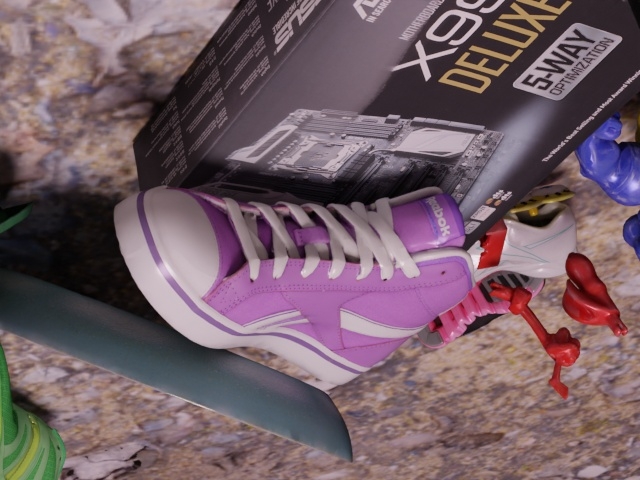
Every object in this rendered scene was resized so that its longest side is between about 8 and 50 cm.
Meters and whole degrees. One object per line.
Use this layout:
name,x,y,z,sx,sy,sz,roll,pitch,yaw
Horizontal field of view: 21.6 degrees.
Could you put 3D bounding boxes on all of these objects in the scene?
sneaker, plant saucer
sneaker,0.000,-0.001,1.072,0.161,0.102,0.282,-32,153,22
sneaker,-0.277,0.168,1.365,0.109,0.123,0.295,15,132,15
sneaker,0.125,0.001,1.296,0.152,0.054,0.061,-11,132,-7
sneaker,0.136,0.050,1.379,0.119,0.047,0.057,-28,163,25
plant saucer,-0.119,0.083,1.190,0.317,0.044,0.317,21,174,2

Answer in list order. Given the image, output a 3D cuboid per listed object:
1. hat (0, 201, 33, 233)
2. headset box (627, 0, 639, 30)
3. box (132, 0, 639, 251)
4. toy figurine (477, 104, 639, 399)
hat,-0.298,-0.065,1.070,0.173,0.184,0.208,-26,-171,-14
headset box,0.329,-0.236,0.933,0.283,0.131,0.246,-5,145,-12
box,0.056,-0.100,1.091,0.242,0.076,0.307,12,140,-33
toy figurine,0.303,-0.049,1.163,0.362,0.191,0.217,-7,140,-12
